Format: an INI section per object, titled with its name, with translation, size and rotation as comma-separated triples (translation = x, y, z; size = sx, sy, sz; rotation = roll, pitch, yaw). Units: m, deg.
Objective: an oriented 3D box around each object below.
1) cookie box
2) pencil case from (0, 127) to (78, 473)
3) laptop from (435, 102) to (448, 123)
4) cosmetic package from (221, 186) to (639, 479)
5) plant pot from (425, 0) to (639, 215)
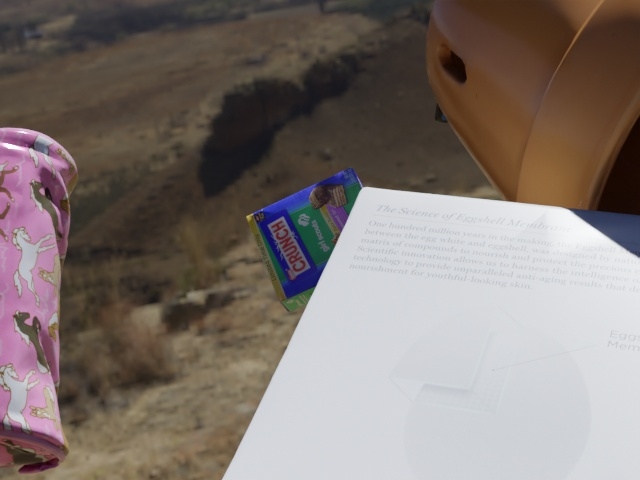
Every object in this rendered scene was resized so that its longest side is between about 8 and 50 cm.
[cookie box]
translation = 0.000, 0.000, 1.177
size = 0.107, 0.092, 0.040
rotation = -25, -23, 5
[pencil case]
translation = -0.346, 0.062, 1.436
size = 0.160, 0.386, 0.167
rotation = 1, -28, -11
[laptop]
translation = 0.340, -0.242, 0.996
size = 0.407, 0.382, 0.236
rotation = 19, 37, 18
[cosmetic package]
translation = 0.098, 0.102, 0.630
size = 0.224, 0.138, 0.225
rotation = 7, 45, 20
[plant pot]
translation = 0.202, -0.105, 0.827
size = 0.290, 0.291, 0.203
rotation = -19, 43, -30
